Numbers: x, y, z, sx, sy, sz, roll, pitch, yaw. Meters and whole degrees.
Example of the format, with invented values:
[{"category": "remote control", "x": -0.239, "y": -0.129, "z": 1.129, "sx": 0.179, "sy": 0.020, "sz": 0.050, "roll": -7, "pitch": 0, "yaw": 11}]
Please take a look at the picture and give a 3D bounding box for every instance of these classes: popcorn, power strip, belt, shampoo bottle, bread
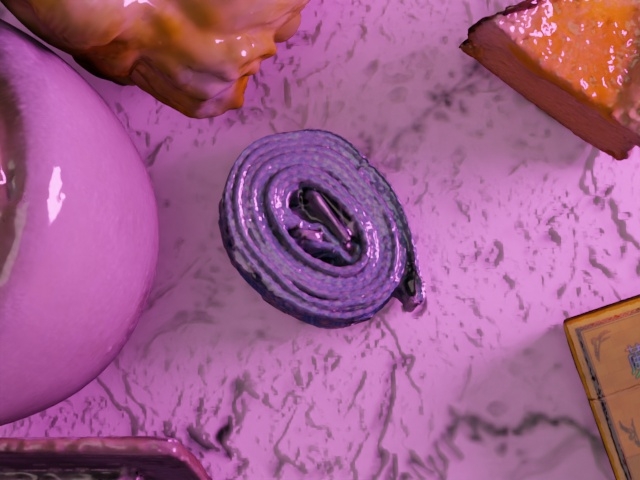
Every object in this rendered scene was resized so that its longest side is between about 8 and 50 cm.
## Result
[{"category": "popcorn", "x": -0.122, "y": -0.269, "z": 1.342, "sx": 0.312, "sy": 0.312, "sz": 0.312, "roll": 0, "pitch": 86, "yaw": 8}, {"category": "power strip", "x": -0.184, "y": 0.203, "z": 1.346, "sx": 0.198, "sy": 0.213, "sz": 0.064, "roll": -2, "pitch": 71, "yaw": 8}, {"category": "belt", "x": -0.005, "y": -0.007, "z": 1.403, "sx": 0.148, "sy": 0.082, "sz": 0.163, "roll": -13, "pitch": 81, "yaw": -4}, {"category": "shampoo bottle", "x": -0.292, "y": -0.011, "z": 1.304, "sx": 0.323, "sy": 0.317, "sz": 0.322, "roll": -10, "pitch": 69, "yaw": 28}, {"category": "bread", "x": 0.200, "y": -0.170, "z": 1.355, "sx": 0.160, "sy": 0.140, "sz": 0.169, "roll": 19, "pitch": 85, "yaw": -3}]

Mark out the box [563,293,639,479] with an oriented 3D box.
[{"category": "box", "x": 0.289, "y": 0.144, "z": 1.363, "sx": 0.141, "sy": 0.064, "sz": 0.220, "roll": -20, "pitch": 86, "yaw": 6}]
